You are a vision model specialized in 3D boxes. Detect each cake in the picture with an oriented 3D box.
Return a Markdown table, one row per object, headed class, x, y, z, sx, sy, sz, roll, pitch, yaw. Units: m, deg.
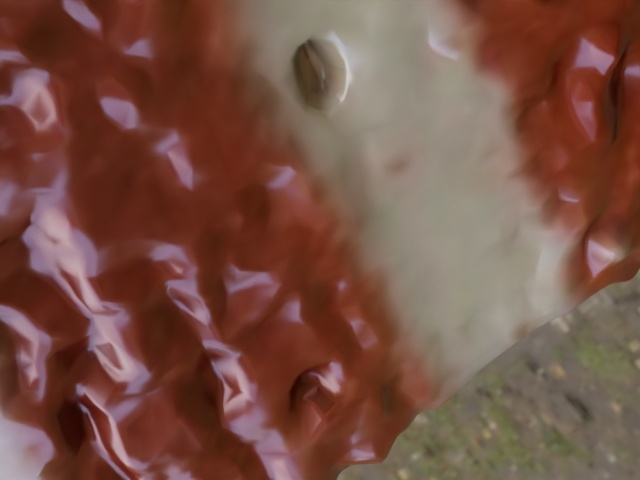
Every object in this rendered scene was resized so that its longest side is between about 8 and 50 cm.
| class | x | y | z | sx | sy | sz | roll | pitch | yaw |
| --- | --- | --- | --- | --- | --- | --- | --- | --- | --- |
| cake | -0.091 | -0.087 | 0.434 | 0.270 | 0.319 | 0.269 | 49 | 170 | 48 |
